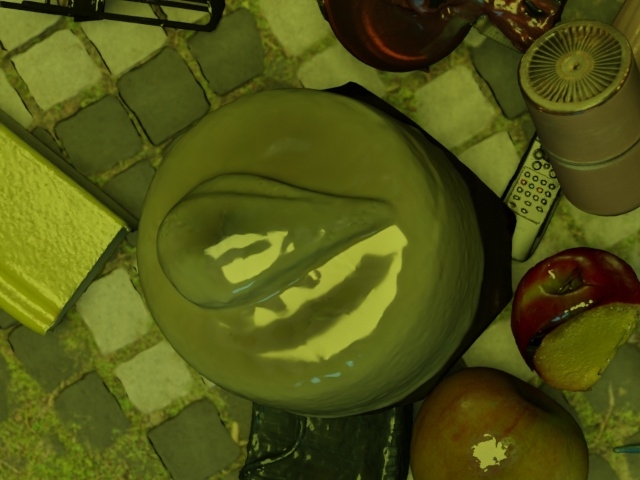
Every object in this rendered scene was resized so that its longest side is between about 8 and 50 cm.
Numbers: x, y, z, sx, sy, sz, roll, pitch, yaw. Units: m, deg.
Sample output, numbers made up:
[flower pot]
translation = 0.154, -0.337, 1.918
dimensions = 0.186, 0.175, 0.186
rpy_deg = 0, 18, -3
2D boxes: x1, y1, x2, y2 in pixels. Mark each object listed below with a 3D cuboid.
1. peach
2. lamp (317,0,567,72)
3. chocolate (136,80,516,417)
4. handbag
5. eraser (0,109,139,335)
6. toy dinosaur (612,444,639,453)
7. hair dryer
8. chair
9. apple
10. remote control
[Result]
[peach]
translation = 0.248, 0.072, 1.381
dimensions = 0.127, 0.172, 0.092
rpy_deg = -18, 56, -1
[lamp]
translation = 0.099, -0.225, 1.355
dimensions = 0.215, 0.223, 0.151
rpy_deg = 16, 106, -27
[chocolate]
translation = 0.000, 0.000, 1.291
dimensions = 0.314, 0.297, 0.326
rpy_deg = 43, 84, 12
[handbag]
translation = 0.003, 0.213, 1.459
dimensions = 0.175, 0.089, 0.270
rpy_deg = 9, 97, 14
[eraser]
translation = -0.323, -0.025, 1.481
dimensions = 0.226, 0.069, 0.158
rpy_deg = 39, 100, 3
[toy dinosaur]
translation = 0.464, 0.257, 1.396
dimensions = 0.329, 0.076, 0.144
rpy_deg = 32, 131, 3
[hair dryer]
translation = 0.315, -0.203, 1.338
dimensions = 0.107, 0.189, 0.344
rpy_deg = 20, 69, 34
[chair]
translation = -0.212, -0.262, 1.448
dimensions = 0.212, 0.101, 0.084
rpy_deg = 3, 99, -30
[apple]
translation = 0.171, 0.215, 1.384
dimensions = 0.182, 0.182, 0.155
rpy_deg = 35, 103, 3
[remote control]
translation = 0.230, -0.080, 1.422
dimensions = 0.059, 0.028, 0.212
rpy_deg = 28, 98, 8
